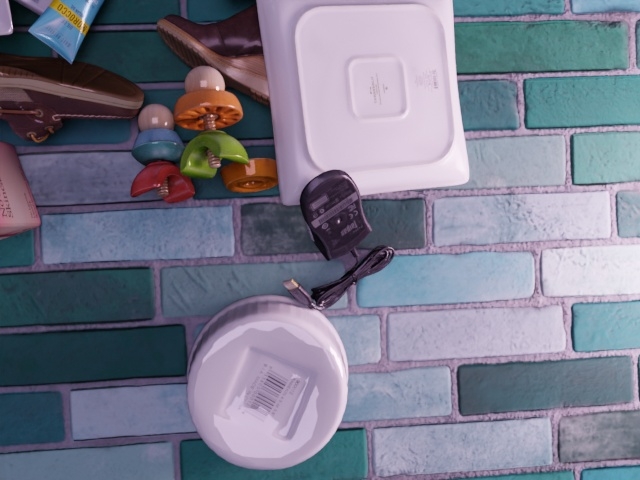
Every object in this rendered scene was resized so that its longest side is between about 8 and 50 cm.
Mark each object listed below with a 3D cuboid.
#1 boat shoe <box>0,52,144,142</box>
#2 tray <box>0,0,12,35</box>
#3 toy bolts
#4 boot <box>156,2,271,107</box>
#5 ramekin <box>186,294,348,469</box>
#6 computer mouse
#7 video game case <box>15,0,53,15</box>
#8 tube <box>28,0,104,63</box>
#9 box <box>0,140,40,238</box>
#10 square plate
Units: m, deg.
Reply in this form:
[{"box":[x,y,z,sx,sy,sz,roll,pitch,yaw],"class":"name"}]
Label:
[{"box":[-0.459,-0.220,1.035,0.342,0.123,0.123,5,120,-11],"class":"boat shoe"},{"box":[-0.537,-0.426,0.909,0.145,0.030,0.270,-13,112,-26],"class":"tray"},{"box":[-0.191,-0.162,1.039,0.229,0.218,0.158,-15,77,28],"class":"toy bolts"},{"box":[-0.119,-0.356,1.073,0.249,0.090,0.206,30,77,-3],"class":"boot"},{"box":[-0.085,0.232,1.050,0.278,0.135,0.277,0,91,-4],"class":"ramekin"},{"box":[0.000,0.000,1.038,0.184,0.060,0.262,-38,137,-2],"class":"computer mouse"},{"box":[-0.475,-0.486,0.987,0.227,0.026,0.206,27,76,-33],"class":"video game case"},{"box":[-0.378,-0.390,1.032,0.080,0.052,0.207,37,73,-41],"class":"tube"},{"box":[-0.538,-0.070,0.959,0.127,0.232,0.148,-18,93,-3],"class":"box"},{"box":[0.085,-0.247,1.052,0.344,0.049,0.347,-8,95,-17],"class":"square plate"}]
